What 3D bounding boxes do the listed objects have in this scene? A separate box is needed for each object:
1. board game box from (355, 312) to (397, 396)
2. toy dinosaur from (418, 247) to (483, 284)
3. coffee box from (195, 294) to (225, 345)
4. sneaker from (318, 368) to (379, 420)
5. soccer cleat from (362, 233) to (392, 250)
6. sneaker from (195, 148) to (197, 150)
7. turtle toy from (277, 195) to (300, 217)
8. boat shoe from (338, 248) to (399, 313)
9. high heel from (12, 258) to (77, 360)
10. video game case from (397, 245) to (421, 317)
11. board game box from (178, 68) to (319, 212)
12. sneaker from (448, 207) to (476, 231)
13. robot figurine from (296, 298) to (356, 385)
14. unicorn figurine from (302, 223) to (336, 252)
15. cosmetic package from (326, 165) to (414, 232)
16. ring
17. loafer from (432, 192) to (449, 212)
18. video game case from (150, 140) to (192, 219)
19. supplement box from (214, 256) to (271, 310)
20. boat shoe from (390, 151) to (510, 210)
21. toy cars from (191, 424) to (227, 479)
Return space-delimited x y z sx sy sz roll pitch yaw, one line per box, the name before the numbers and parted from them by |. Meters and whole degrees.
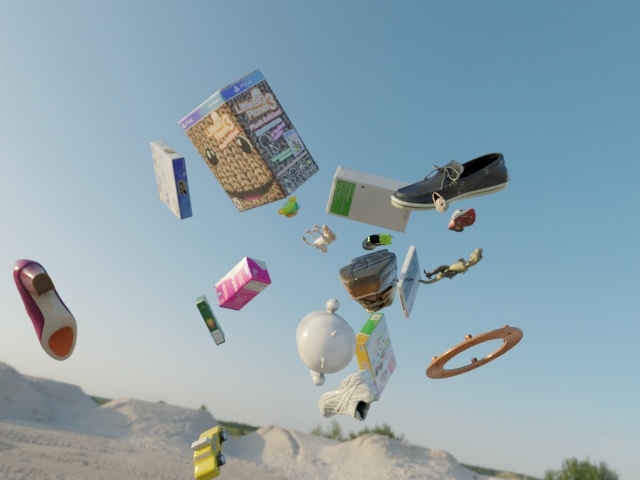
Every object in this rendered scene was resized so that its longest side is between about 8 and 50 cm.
board game box | 0.263 0.541 2.122 0.064 0.242 0.316 -1 -65 33
toy dinosaur | 0.410 0.104 1.473 0.268 0.064 0.118 -30 -16 38
coffee box | -0.423 0.305 1.725 0.040 0.184 0.113 -26 9 -11
sneaker | 0.077 0.461 1.258 0.090 0.115 0.232 0 -40 -39
soccer cleat | 0.201 0.001 1.712 0.072 0.060 0.179 9 -13 -28
sneaker | -0.428 -0.405 1.888 0.235 0.153 0.094 -34 -15 24
turtle toy | -0.129 -0.133 1.891 0.066 0.095 0.130 42 -8 -14
boat shoe | 0.123 0.094 0.978 0.122 0.120 0.324 -16 1 13
high heel | -0.960 0.240 1.563 0.181 0.377 0.127 20 29 35
video game case | 0.313 0.145 1.571 0.022 0.190 0.173 5 -43 28
board game box | -0.186 -0.245 1.166 0.232 0.141 0.291 -12 -63 49
sneaker | 0.648 -0.111 2.060 0.088 0.092 0.225 16 -14 -2
robot figurine | 0.016 0.351 1.580 0.200 0.300 0.353 9 -4 -4
unicorn figurine | 0.000 0.000 1.490 0.111 0.060 0.162 35 -19 -17
cosmetic package | 0.229 -0.187 2.016 0.365 0.155 0.197 14 -62 4
ring | 0.494 0.362 1.455 0.336 0.032 0.336 -14 -35 -10
loafer | 0.423 -0.137 1.599 0.045 0.125 0.039 -38 -74 16
video game case | -0.629 -0.258 1.893 0.244 0.061 0.269 35 -46 42
supplement box | -0.321 0.181 1.847 0.220 0.111 0.114 -40 -37 23
boat shoe | 0.517 -0.240 1.796 0.500 0.187 0.156 -14 -62 -4
toy cars | -0.429 0.758 1.425 0.176 0.393 0.087 -5 -53 43
